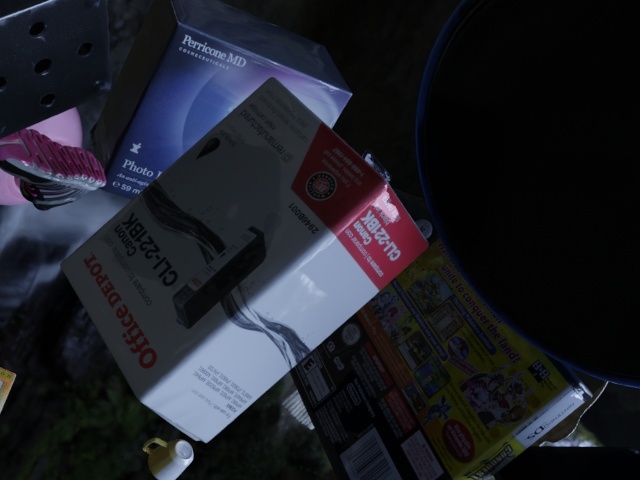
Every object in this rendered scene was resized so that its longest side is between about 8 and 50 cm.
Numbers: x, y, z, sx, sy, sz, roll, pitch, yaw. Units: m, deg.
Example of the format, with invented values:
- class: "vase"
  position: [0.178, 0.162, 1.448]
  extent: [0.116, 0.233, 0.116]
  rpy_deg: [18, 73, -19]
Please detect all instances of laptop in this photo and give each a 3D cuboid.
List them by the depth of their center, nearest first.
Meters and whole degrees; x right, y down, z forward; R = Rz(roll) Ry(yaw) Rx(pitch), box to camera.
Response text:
- class: "laptop"
  position: [0.293, 0.289, 0.821]
  extent: [0.136, 0.264, 0.234]
  rpy_deg: [-36, -177, 4]

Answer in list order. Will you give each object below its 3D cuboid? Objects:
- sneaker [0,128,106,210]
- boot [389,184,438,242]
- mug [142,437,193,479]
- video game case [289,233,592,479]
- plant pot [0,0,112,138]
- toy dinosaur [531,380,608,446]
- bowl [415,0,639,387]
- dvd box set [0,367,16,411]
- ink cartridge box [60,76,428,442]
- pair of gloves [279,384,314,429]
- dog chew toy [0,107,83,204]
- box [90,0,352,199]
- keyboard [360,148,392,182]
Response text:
- class: "sneaker"
  position: [-0.301, -0.069, 0.963]
  extent: [0.075, 0.063, 0.170]
  rpy_deg: [-36, 167, 12]
- class: "boot"
  position: [0.190, -0.074, 1.781]
  extent: [0.146, 0.445, 0.367]
  rpy_deg: [77, 32, -66]
- class: "mug"
  position: [-0.251, 0.362, 1.497]
  extent: [0.064, 0.078, 0.062]
  rpy_deg: [-40, -126, 35]
- class: "video game case"
  position: [0.103, 0.142, 0.921]
  extent: [0.248, 0.035, 0.275]
  rpy_deg: [-42, -143, 8]
- class: "plant pot"
  position: [-0.276, -0.198, 0.765]
  extent: [0.188, 0.167, 0.187]
  rpy_deg: [-31, 156, -28]
- class: "toy dinosaur"
  position: [0.340, 0.245, 1.244]
  extent: [0.183, 0.053, 0.092]
  rpy_deg: [-43, -174, 13]
- class: "bowl"
  position: [0.239, -0.058, 0.711]
  extent: [0.077, 0.391, 0.391]
  rpy_deg: [-28, 164, -40]
- class: "dvd box set"
  position: [-0.743, 0.349, 1.546]
  extent: [0.062, 0.307, 0.420]
  rpy_deg: [-47, -155, 38]
- class: "ink cartridge box"
  position: [-0.074, 0.015, 0.816]
  extent: [0.273, 0.114, 0.197]
  rpy_deg: [-42, -130, -1]
- class: "pair of gloves"
  position: [-0.014, 0.149, 1.359]
  extent: [0.204, 0.240, 0.042]
  rpy_deg: [-39, -165, -2]
- class: "dog chew toy"
  position: [-0.506, -0.203, 1.343]
  extent: [0.206, 0.332, 0.206]
  rpy_deg: [-37, 154, -21]
- class: "box"
  position: [-0.161, -0.195, 1.395]
  extent: [0.294, 0.296, 0.183]
  rpy_deg: [-59, -148, 25]
- class: "keyboard"
  position: [0.038, -0.030, 1.283]
  extent: [0.038, 0.100, 0.192]
  rpy_deg: [14, -113, 43]
